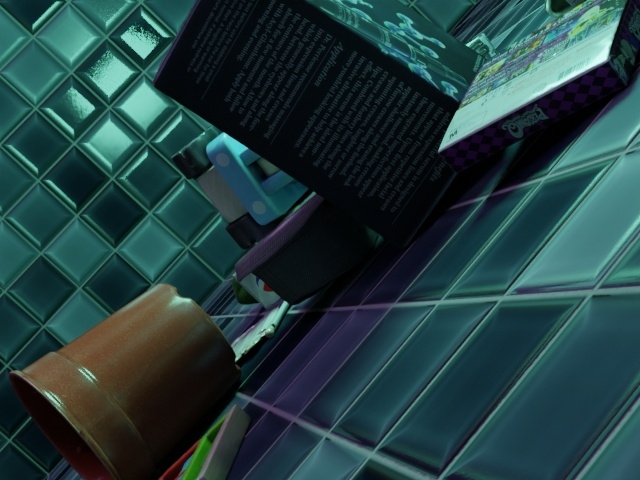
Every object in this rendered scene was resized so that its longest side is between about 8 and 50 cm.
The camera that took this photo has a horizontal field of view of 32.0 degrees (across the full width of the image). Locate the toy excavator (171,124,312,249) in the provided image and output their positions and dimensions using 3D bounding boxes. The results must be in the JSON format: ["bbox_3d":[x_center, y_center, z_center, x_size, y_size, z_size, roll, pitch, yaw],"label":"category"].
[{"bbox_3d":[-0.051,-0.171,1.967,0.445,0.222,0.433,-32,9,33],"label":"toy excavator"}]

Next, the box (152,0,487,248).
[{"bbox_3d":[0.025,-0.220,1.513,0.212,0.395,0.293,-56,2,24],"label":"box"}]

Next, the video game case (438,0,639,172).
[{"bbox_3d":[0.256,-0.190,1.255,0.232,0.042,0.210,-28,22,40],"label":"video game case"}]

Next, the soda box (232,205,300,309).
[{"bbox_3d":[-0.049,0.012,2.042,0.098,0.091,0.286,-43,3,29],"label":"soda box"}]

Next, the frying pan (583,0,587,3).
[{"bbox_3d":[0.353,-0.292,1.440,0.326,0.053,0.197,-48,6,-4],"label":"frying pan"}]

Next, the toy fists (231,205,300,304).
[{"bbox_3d":[-0.079,0.023,2.257,0.279,0.096,0.142,-53,7,-36],"label":"toy fists"}]

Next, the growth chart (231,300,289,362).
[{"bbox_3d":[-0.133,0.185,1.918,0.237,0.021,0.172,-43,7,32],"label":"growth chart"}]

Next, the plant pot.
[{"bbox_3d":[-0.281,0.220,1.693,0.265,0.272,0.272,-41,3,-24],"label":"plant pot"}]

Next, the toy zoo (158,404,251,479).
[{"bbox_3d":[-0.207,0.340,1.359,0.293,0.030,0.192,-45,6,17],"label":"toy zoo"}]

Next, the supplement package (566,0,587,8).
[{"bbox_3d":[0.360,-0.406,1.526,0.105,0.179,0.105,-41,9,49],"label":"supplement package"}]

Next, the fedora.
[{"bbox_3d":[0.000,0.000,1.677,0.243,0.124,0.275,-40,3,44],"label":"fedora"}]

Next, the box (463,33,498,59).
[{"bbox_3d":[0.181,-0.265,2.107,0.307,0.076,0.242,-35,6,-1],"label":"box"}]

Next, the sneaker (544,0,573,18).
[{"bbox_3d":[0.430,-0.425,1.781,0.192,0.064,0.086,-42,15,41],"label":"sneaker"}]
